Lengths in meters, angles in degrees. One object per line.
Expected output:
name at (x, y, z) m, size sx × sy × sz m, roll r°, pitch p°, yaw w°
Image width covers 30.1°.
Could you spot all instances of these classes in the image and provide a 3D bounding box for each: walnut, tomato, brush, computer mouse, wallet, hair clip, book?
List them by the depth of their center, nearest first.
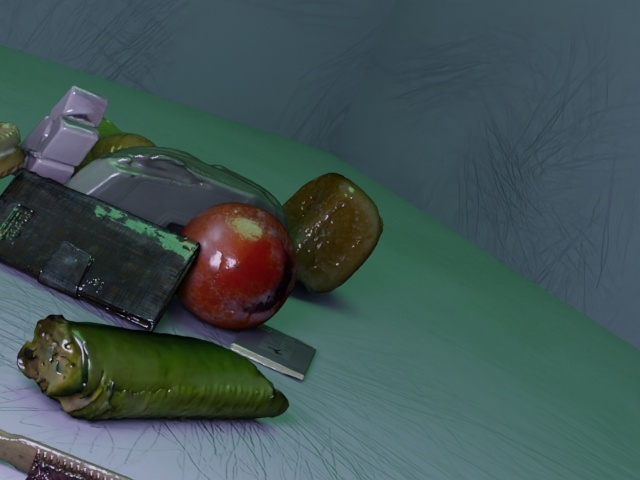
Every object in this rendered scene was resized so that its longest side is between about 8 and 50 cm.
brush at (-0.304, 0.214, 1.188) m, size 0.247 × 0.043 × 0.036 m, roll 23°, pitch 18°, yaw 0°
wallet at (-0.354, 0.008, 1.797) m, size 0.317 × 0.169 × 0.044 m, roll 23°, pitch -33°, yaw 8°
hair clip at (-0.432, -0.135, 1.913) m, size 0.085 × 0.101 × 0.330 m, roll 23°, pitch -32°, yaw -25°
tomato at (-0.135, 0.043, 1.915) m, size 0.208 × 0.208 × 0.184 m, roll 15°, pitch 13°, yaw -36°
book at (-0.073, 0.174, 1.922) m, size 0.127 × 0.014 × 0.182 m, roll 24°, pitch 11°, yaw 2°
computer mouse at (-0.252, -0.045, 2.028) m, size 0.428 × 0.228 × 0.145 m, roll 20°, pitch 19°, yaw -36°
walnut at (-0.363, -0.103, 2.166) m, size 0.193 × 0.193 × 0.226 m, roll 23°, pitch 2°, yaw -4°

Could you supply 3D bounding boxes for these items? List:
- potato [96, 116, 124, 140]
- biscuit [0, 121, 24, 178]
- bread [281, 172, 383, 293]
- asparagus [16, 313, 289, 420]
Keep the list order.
potato at (-0.490, -0.202, 2.587) m, size 0.160 × 0.111 × 0.271 m, roll 38°, pitch 5°, yaw 4°
biscuit at (-0.581, -0.122, 1.841) m, size 0.259 × 0.079 × 0.259 m, roll -11°, pitch 15°, yaw 3°
bread at (0.000, 0.000, 2.380) m, size 0.176 × 0.246 × 0.195 m, roll 48°, pitch -5°, yaw -26°
asparagus at (-0.193, 0.167, 1.484) m, size 0.128 × 0.108 × 0.382 m, roll 31°, pitch 11°, yaw 38°
